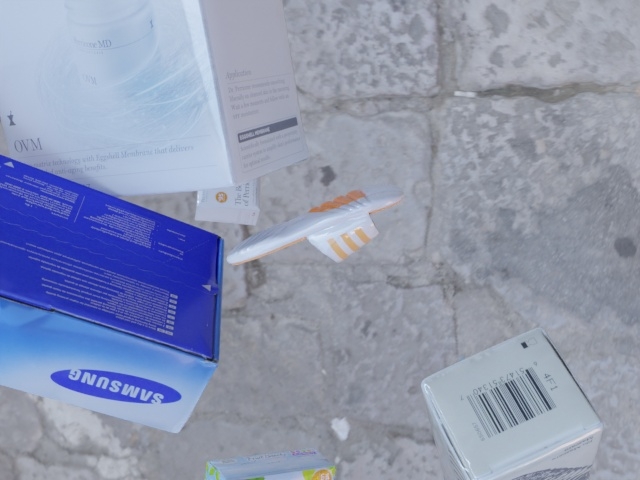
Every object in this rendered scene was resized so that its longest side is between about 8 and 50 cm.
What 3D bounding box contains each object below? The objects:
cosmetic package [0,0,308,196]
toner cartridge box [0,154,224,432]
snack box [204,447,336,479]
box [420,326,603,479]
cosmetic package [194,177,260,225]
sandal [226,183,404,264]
[{"bbox_3d":[-0.152,-0.158,0.625,0.224,0.138,0.224,-3,104,26],"label":"cosmetic package"},{"bbox_3d":[-0.242,0.006,0.510,0.348,0.165,0.075,21,117,-17],"label":"toner cartridge box"},{"bbox_3d":[-0.079,0.403,1.028,0.070,0.175,0.207,22,104,55],"label":"snack box"},{"bbox_3d":[0.166,0.193,0.655,0.113,0.275,0.094,-24,53,-1],"label":"box"},{"bbox_3d":[-0.144,-0.146,1.185,0.099,0.060,0.238,3,66,-10],"label":"cosmetic package"},{"bbox_3d":[0.000,-0.003,1.045,0.265,0.102,0.076,-22,105,11],"label":"sandal"}]
